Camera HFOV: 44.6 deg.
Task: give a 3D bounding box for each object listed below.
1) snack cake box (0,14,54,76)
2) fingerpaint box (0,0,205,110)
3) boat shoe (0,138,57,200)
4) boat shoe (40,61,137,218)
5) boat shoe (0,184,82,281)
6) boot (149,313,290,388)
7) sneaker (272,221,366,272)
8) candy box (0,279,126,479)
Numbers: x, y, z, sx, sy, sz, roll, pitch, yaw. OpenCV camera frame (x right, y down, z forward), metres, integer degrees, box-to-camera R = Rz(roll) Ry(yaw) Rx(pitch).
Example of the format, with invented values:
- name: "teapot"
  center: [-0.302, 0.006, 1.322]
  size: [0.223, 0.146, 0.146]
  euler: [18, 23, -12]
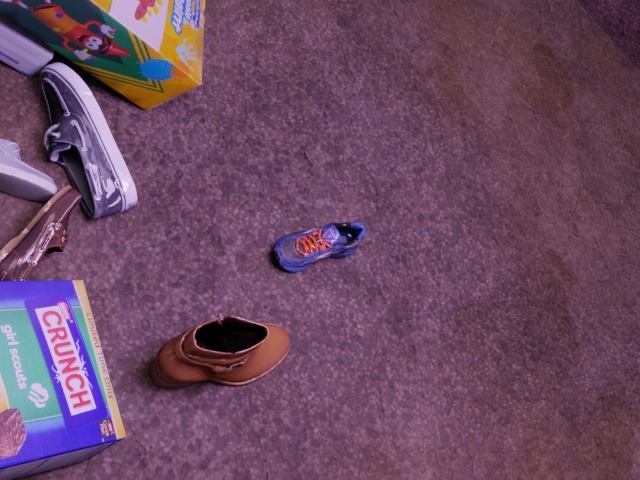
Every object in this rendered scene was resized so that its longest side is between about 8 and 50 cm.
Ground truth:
- name: "snack cake box"
  center: [-0.554, -0.459, 1.450]
  size: [0.152, 0.089, 0.265]
  euler: [30, 53, -37]
- name: "fingerpaint box"
  center: [-0.393, -0.534, 1.476]
  size: [0.371, 0.163, 0.445]
  euler: [32, 48, -50]
- name: "boat shoe"
  center: [-0.550, -0.140, 1.323]
  size: [0.227, 0.079, 0.081]
  euler: [22, 61, -16]
- name: "boat shoe"
  center: [-0.442, -0.177, 1.397]
  size: [0.102, 0.108, 0.301]
  euler: [-25, 88, -39]
- name: "boat shoe"
  center: [-0.463, -0.001, 1.310]
  size: [0.073, 0.073, 0.207]
  euler: [35, 63, -3]
- name: "boot"
  center: [-0.136, 0.170, 1.323]
  size: [0.283, 0.220, 0.109]
  euler: [-3, 68, -32]
- name: "sneaker"
  center: [0.000, 0.000, 1.576]
  size: [0.221, 0.087, 0.083]
  euler: [-18, 76, -36]
- name: "candy box"
  center: [-0.458, 0.200, 1.110]
  size: [0.317, 0.122, 0.268]
  euler: [5, 60, -59]
